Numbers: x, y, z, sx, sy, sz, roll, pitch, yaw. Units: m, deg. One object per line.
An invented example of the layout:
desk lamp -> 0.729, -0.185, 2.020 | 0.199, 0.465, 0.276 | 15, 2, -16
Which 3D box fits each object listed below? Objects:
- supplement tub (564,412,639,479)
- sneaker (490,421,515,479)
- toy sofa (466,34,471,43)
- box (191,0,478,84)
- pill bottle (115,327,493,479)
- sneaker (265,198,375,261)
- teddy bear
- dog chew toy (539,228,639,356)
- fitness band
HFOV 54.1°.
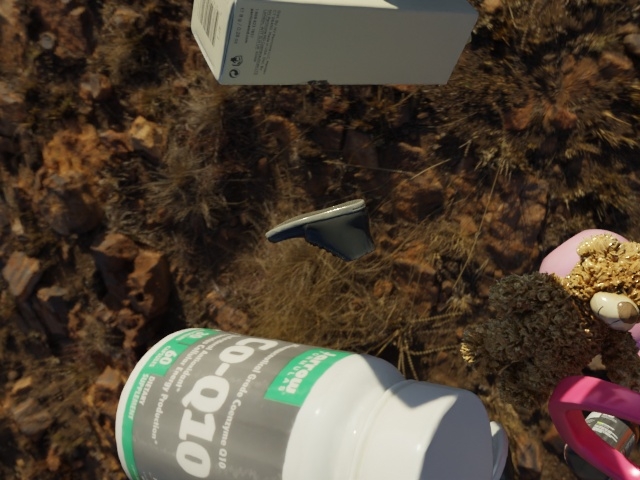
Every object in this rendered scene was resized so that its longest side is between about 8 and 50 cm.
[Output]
supplement tub -> 0.598, 0.414, 1.311 | 0.106, 0.197, 0.106 | 20, 119, 40
sneaker -> 0.278, 0.425, 0.957 | 0.147, 0.296, 0.104 | 42, 125, -10
toy sofa -> 0.082, -0.386, 0.721 | 0.150, 0.363, 0.177 | -18, 62, 3
box -> 0.015, -0.228, 0.649 | 0.113, 0.275, 0.094 | 63, 147, 36
pill bottle -> -0.024, 0.209, 0.647 | 0.360, 0.204, 0.204 | 2, 104, 37
sneaker -> 0.000, 0.000, 1.307 | 0.221, 0.083, 0.118 | -15, 99, 13
teddy bear -> 0.357, 0.139, 0.930 | 0.338, 0.113, 0.245 | -28, 91, 39
dog chew toy -> 0.597, 0.141, 1.259 | 0.206, 0.206, 0.332 | -42, 70, 24
fitness band -> 0.425, 0.282, 0.863 | 0.209, 0.291, 0.054 | 19, 65, 40
